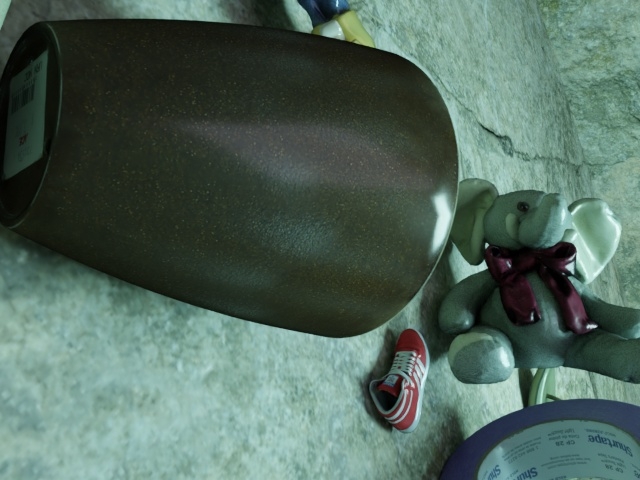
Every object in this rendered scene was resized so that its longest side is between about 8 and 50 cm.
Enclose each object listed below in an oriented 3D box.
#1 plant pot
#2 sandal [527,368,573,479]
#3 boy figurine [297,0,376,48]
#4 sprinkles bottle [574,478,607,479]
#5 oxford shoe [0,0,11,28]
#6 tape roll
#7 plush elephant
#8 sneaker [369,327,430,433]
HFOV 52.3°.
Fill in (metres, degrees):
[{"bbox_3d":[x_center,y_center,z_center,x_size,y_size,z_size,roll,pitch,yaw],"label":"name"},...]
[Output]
[{"bbox_3d":[-0.070,-0.048,0.409,0.231,0.215,0.215,9,70,-42],"label":"plant pot"},{"bbox_3d":[0.429,0.356,1.133,0.120,0.086,0.302,-5,82,-59],"label":"sandal"},{"bbox_3d":[0.018,-0.186,0.686,0.177,0.092,0.285,-97,167,-72],"label":"boy figurine"},{"bbox_3d":[0.439,0.371,0.904,0.121,0.355,0.121,7,59,-11],"label":"sprinkles bottle"},{"bbox_3d":[-0.194,-0.105,0.256,0.140,0.147,0.396,22,59,-54],"label":"oxford shoe"},{"bbox_3d":[0.277,0.290,0.731,0.275,0.275,0.090,-40,111,-56],"label":"tape roll"},{"bbox_3d":[0.290,0.039,0.882,0.330,0.272,0.255,-11,102,-87],"label":"plush elephant"},{"bbox_3d":[0.086,0.143,0.709,0.067,0.042,0.118,44,45,-46],"label":"sneaker"}]
